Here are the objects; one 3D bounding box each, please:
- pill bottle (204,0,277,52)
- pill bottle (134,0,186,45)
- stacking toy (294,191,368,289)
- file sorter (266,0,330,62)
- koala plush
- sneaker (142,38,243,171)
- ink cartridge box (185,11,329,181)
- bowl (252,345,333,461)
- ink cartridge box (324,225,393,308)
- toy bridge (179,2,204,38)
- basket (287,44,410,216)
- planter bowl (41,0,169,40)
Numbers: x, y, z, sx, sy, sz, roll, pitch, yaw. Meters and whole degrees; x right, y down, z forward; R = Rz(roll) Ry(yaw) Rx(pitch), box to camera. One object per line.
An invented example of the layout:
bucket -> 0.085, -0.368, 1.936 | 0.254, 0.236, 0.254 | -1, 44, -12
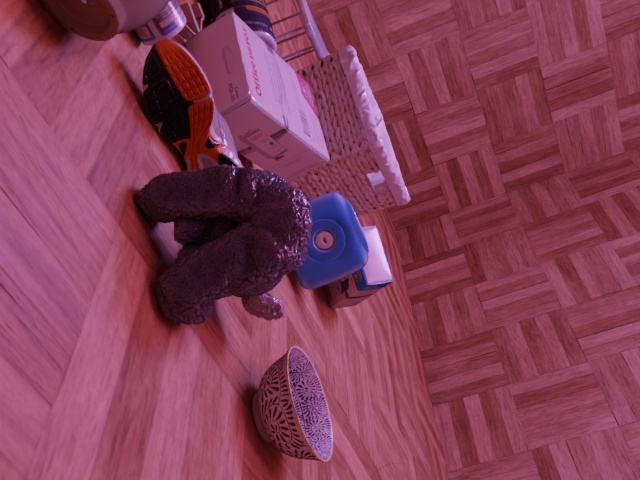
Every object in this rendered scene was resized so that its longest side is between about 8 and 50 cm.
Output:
pill bottle -> -0.181, -0.499, 1.477 | 0.130, 0.130, 0.245 | 45, 27, -66
pill bottle -> -0.261, -0.362, 0.999 | 0.078, 0.078, 0.137 | -96, 163, -49
stacking toy -> 0.000, 0.000, 1.543 | 0.302, 0.166, 0.175 | 173, -106, -86
file sorter -> -0.072, -0.511, 1.906 | 0.277, 0.173, 0.193 | 59, 15, -48
koala plush -> -0.101, 0.017, 0.911 | 0.221, 0.203, 0.196 | 75, 1, -70
sneaker -> -0.192, -0.185, 1.035 | 0.121, 0.099, 0.262 | -107, 179, -53
ink cartridge box -> -0.116, -0.264, 1.310 | 0.283, 0.117, 0.207 | 30, 41, -56
bowl -> -0.048, 0.245, 0.994 | 0.170, 0.080, 0.170 | -19, 90, -79
ink cartridge box -> 0.078, 0.068, 1.638 | 0.191, 0.082, 0.139 | -42, -120, 55
toy bridge -> -0.246, -0.411, 1.285 | 0.188, 0.026, 0.063 | -76, 147, -70
basket -> 0.042, -0.257, 1.790 | 0.328, 0.266, 0.331 | 51, 23, -60
planter bowl -> -0.255, -0.302, 0.790 | 0.162, 0.162, 0.109 | 58, 43, -48
